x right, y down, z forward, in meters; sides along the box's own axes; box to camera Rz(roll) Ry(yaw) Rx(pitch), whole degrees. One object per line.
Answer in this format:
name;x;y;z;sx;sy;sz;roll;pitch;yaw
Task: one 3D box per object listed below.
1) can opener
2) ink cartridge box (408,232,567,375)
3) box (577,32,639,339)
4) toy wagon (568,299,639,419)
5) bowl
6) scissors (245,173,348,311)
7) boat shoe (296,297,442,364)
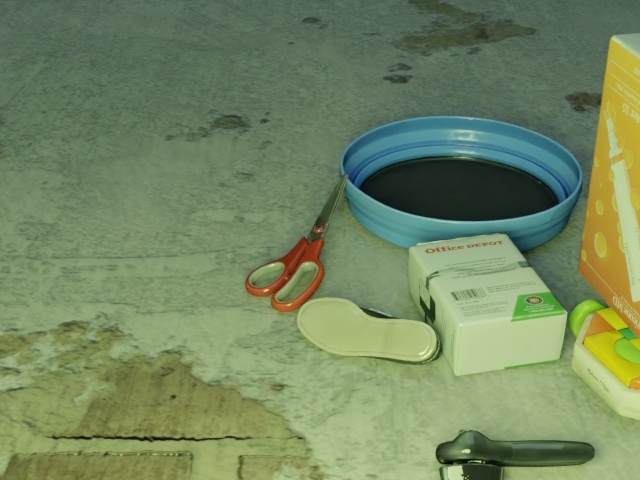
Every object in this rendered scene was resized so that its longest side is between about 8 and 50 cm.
can opener;0.224;0.250;1.372;0.186;0.073;0.059;-2;-9;-11
ink cartridge box;0.221;0.083;1.616;0.153;0.087;0.208;-7;31;-12
box;0.462;-0.066;1.484;0.168;0.345;0.215;-8;31;-14
toy wagon;0.501;0.142;1.538;0.344;0.068;0.267;-11;32;-20
bowl;0.226;-0.091;1.930;0.391;0.077;0.391;0;30;0
scissors;0.000;0.000;1.759;0.109;0.021;0.297;14;46;34
boat shoe;0.066;0.128;1.585;0.206;0.075;0.065;10;-12;27
